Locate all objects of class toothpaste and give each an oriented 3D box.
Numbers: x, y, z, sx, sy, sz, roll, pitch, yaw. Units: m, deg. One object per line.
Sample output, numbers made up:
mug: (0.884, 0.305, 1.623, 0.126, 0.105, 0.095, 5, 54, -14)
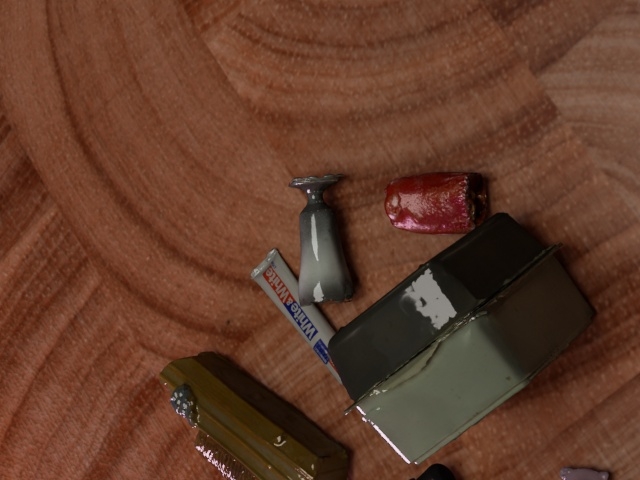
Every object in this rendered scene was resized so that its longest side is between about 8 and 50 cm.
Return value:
toothpaste: (-0.012, 0.103, 2.079, 0.052, 0.033, 0.218, -49, 62, 21)

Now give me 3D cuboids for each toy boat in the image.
toy boat: (-0.083, 0.253, 2.095, 0.310, 0.089, 0.115, 34, 113, 27)

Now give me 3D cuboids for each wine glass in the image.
wine glass: (0.000, 0.000, 2.038, 0.072, 0.072, 0.155, -7, 88, 34)

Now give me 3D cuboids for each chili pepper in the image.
chili pepper: (0.131, -0.045, 1.952, 0.123, 0.073, 0.070, 0, 50, 32)

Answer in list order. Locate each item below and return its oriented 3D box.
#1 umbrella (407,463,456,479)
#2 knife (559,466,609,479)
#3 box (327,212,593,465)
umbrella: (0.042, 0.379, 2.028, 0.067, 0.073, 0.337, 45, 115, 2)
knife: (0.419, 0.349, 1.795, 0.398, 0.038, 0.132, 20, 99, 32)
box: (0.153, 0.099, 1.816, 0.220, 0.290, 0.166, -40, 85, 28)
